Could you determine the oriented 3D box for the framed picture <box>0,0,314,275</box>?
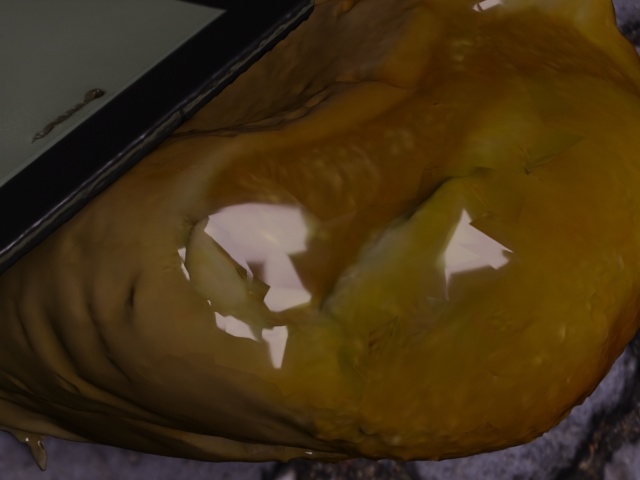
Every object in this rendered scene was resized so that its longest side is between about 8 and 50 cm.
[{"bbox_3d":[-0.211,-0.087,0.571,0.265,0.347,0.016,-46,139,-32],"label":"framed picture"}]

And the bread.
[{"bbox_3d":[0.000,0.000,0.631,0.361,0.394,0.250,-47,120,-32],"label":"bread"}]
